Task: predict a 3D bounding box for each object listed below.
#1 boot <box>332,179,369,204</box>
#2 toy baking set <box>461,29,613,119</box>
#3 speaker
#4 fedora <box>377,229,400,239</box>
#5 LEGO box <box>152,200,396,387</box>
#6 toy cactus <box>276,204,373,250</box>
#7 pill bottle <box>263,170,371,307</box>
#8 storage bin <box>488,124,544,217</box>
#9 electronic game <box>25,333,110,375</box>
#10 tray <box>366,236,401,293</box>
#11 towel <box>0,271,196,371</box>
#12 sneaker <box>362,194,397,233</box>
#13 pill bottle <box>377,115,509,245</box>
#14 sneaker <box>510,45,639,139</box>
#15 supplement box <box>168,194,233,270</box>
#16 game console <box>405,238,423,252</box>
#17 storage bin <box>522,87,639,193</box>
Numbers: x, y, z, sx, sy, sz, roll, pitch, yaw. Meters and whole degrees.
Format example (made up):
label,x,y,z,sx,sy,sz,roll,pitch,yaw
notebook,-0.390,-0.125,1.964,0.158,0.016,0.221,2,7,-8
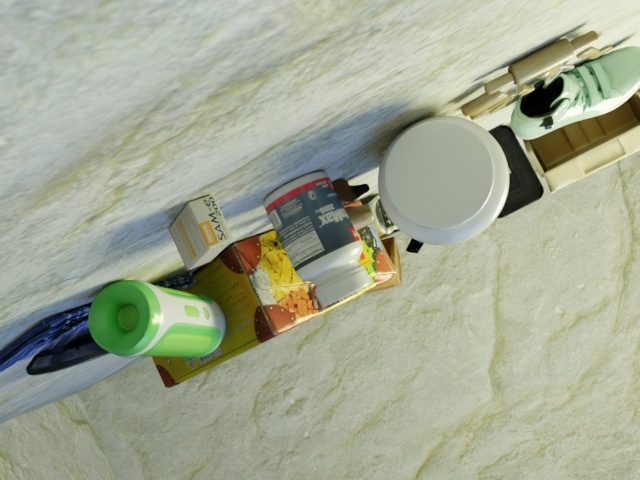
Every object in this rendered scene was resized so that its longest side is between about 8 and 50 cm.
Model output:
label,x,y,z,sx,sy,sz,roll,pitch,yaw
boot,0.026,-0.076,1.115,0.118,0.042,0.087,-8,173,-43
toy baking set,0.318,-0.247,0.934,0.256,0.030,0.197,-27,178,8
speaker,-0.271,0.143,1.113,0.131,0.131,0.296,-27,164,9
fedora,0.200,-0.061,1.836,0.194,0.079,0.194,-25,174,-3
LEGO box,-0.139,0.132,1.465,0.372,0.193,0.500,-21,172,-43
toy cactus,0.009,-0.016,1.162,0.180,0.112,0.219,-16,173,0
pill bottle,0.000,0.000,0.941,0.107,0.180,0.108,-26,175,-2
storage bin,0.398,-0.149,1.405,0.122,0.180,0.084,-28,175,14
electronic game,-0.479,0.224,1.302,0.229,0.048,0.229,-16,-177,1
tray,0.026,0.108,1.847,0.410,0.076,0.203,-16,-160,11
towel,-0.419,0.155,1.199,0.243,0.040,0.336,-29,174,36
sneaker,0.158,-0.066,1.568,0.118,0.110,0.292,-17,176,33
pill bottle,0.190,-0.087,0.981,0.187,0.188,0.334,-27,174,12
sneaker,0.449,-0.258,1.084,0.255,0.094,0.151,-29,171,13
supplement box,-0.149,-0.008,0.790,0.036,0.062,0.098,-22,174,-31
game console,0.334,-0.111,1.818,0.213,0.043,0.361,-60,174,-24
storage bin,0.620,-0.245,1.484,0.262,0.123,0.260,-28,-169,22
